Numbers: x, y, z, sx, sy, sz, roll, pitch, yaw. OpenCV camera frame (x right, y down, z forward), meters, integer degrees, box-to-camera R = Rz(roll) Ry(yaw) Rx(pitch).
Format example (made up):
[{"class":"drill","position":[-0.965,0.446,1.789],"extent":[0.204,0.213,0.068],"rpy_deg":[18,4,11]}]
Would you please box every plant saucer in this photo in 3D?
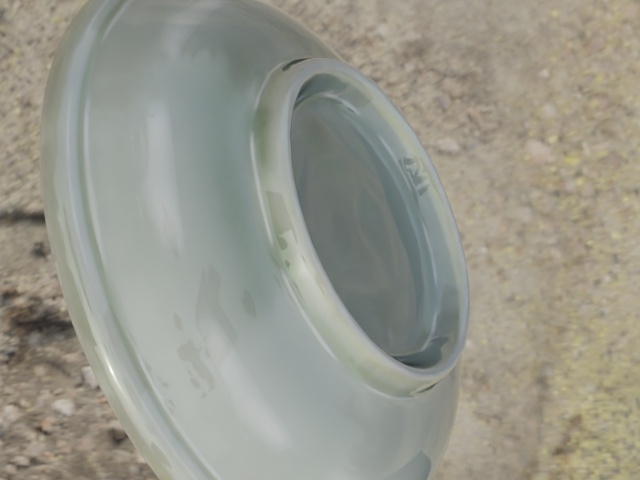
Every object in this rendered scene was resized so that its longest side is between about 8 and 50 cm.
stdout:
[{"class":"plant saucer","position":[0.000,0.000,0.827],"extent":[0.400,0.100,0.401],"rpy_deg":[39,39,-42]}]
